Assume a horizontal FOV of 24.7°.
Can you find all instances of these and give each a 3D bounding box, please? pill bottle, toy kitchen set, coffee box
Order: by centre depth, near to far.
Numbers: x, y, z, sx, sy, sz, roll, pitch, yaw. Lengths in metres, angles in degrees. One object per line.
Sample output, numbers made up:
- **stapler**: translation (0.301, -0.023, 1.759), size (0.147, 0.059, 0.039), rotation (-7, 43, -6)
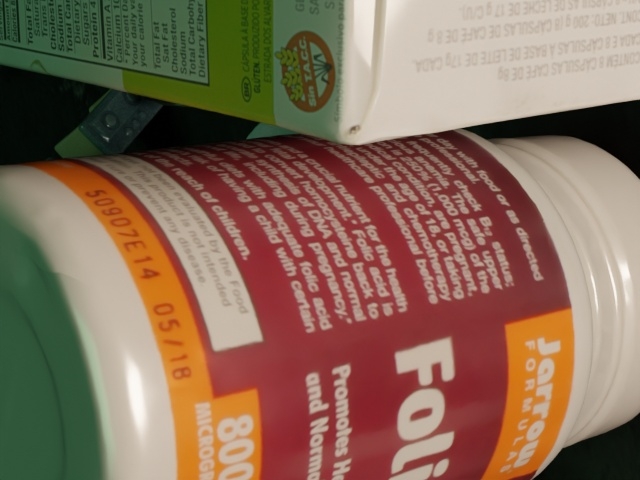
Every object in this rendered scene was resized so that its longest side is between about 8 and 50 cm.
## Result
- **coffee box**: translation (0.041, -0.250, 0.710), size (0.334, 0.338, 0.338), rotation (16, 111, 50)
- **pill bottle**: translation (0.000, 0.053, 0.781), size (0.224, 0.392, 0.224), rotation (14, 109, 49)
- **toy kitchen set**: translation (-0.127, -0.020, 1.202), size (0.207, 0.166, 0.122), rotation (46, 138, -14)

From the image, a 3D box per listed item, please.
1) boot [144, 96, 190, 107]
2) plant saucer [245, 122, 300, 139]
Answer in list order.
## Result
- **boot**: translation (-0.096, -0.176, 1.129), size (0.246, 0.083, 0.161), rotation (33, 130, 50)
- **plant saucer**: translation (0.000, 0.000, 1.064), size (0.195, 0.037, 0.195), rotation (14, 108, 49)
